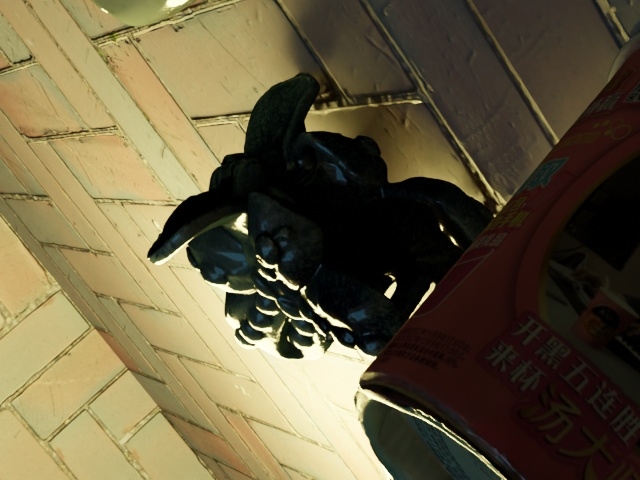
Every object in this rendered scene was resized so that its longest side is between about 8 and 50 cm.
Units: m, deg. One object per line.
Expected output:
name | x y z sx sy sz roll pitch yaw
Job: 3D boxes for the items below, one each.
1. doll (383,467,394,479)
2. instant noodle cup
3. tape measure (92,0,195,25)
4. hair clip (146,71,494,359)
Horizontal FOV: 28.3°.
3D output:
doll | 0.161 0.219 1.122 0.314 0.141 0.177 35 174 20
instant noodle cup | 0.158 0.048 0.634 0.244 0.255 0.244 43 162 18
tape measure | -0.152 -0.267 0.867 0.246 0.125 0.243 49 161 -3
hair clip | -0.006 -0.003 1.019 0.206 0.194 0.310 41 161 -17
